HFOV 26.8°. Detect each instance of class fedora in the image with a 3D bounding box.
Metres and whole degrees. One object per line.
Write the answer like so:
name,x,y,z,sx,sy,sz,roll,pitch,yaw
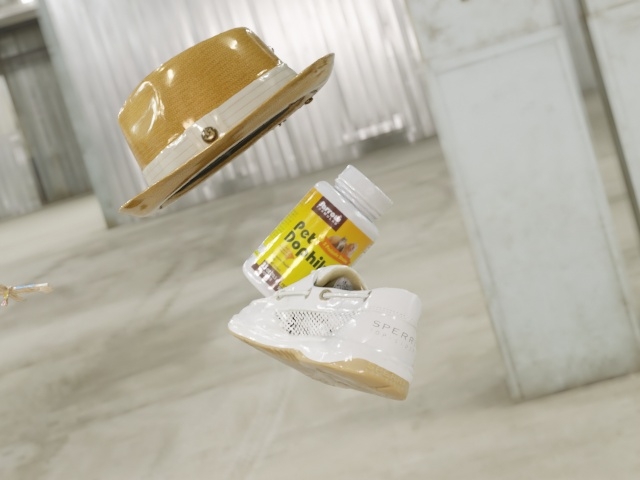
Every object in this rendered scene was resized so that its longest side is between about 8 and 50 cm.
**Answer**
fedora,-0.082,-0.096,0.971,0.194,0.079,0.194,-37,1,1

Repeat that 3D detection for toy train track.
toy train track,-0.297,0.053,1.325,0.083,0.014,0.048,-8,-32,32

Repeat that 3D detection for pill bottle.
pill bottle,0.000,0.000,1.883,0.215,0.117,0.117,-48,7,1

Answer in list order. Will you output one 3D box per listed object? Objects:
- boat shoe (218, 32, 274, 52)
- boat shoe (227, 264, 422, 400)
boat shoe,-0.159,-0.202,1.867,0.095,0.095,0.257,22,-43,-19
boat shoe,0.010,0.069,1.145,0.098,0.096,0.277,28,-10,-26
